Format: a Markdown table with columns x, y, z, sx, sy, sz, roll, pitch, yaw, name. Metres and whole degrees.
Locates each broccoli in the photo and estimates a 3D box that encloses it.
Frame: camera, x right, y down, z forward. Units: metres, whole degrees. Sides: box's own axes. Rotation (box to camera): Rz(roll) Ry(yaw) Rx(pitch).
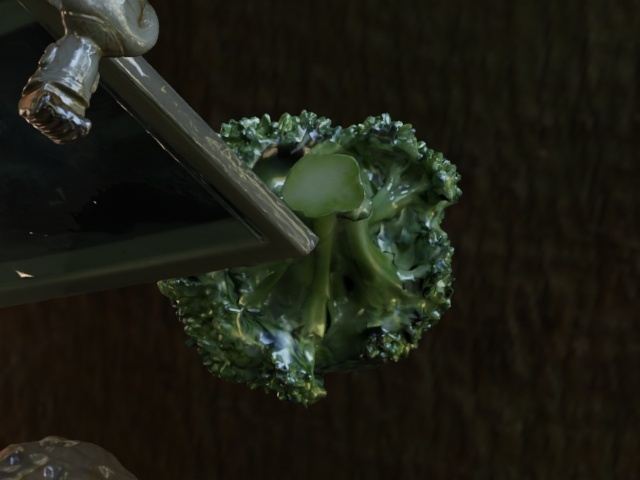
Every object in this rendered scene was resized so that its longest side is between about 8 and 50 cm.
| x | y | z | sx | sy | sz | roll | pitch | yaw | name |
| --- | --- | --- | --- | --- | --- | --- | --- | --- | --- |
| -0.012 | 0.004 | 1.814 | 0.235 | 0.260 | 0.288 | 2 | 59 | 32 | broccoli |

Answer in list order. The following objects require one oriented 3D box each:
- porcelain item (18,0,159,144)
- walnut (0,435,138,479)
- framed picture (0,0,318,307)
| x | y | z | sx | sy | sz | roll | pitch | yaw | name |
| --- | --- | --- | --- | --- | --- | --- | --- | --- | --- |
| -0.121 | -0.149 | 1.161 | 0.054 | 0.084 | 0.213 | -11 | 51 | 50 | porcelain item |
| -0.276 | 0.306 | 1.864 | 0.227 | 0.273 | 0.273 | 18 | 31 | -7 | walnut |
| -0.250 | -0.069 | 1.617 | 0.446 | 0.326 | 0.028 | -10 | 43 | 48 | framed picture |
